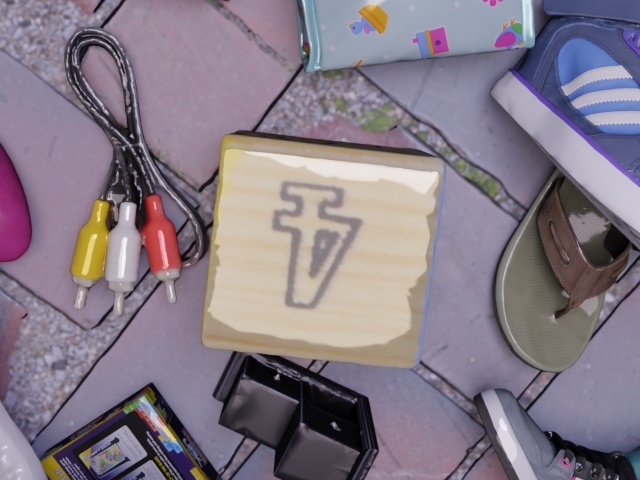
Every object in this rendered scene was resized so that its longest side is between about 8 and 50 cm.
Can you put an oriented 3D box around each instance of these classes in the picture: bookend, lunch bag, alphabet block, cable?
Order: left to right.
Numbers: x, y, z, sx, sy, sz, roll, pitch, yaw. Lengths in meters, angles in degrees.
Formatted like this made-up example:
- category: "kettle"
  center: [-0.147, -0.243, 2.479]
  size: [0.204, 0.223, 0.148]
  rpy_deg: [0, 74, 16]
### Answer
- category: "cable"
  center: [-0.188, -0.071, 0.924]
  size: [0.139, 0.072, 0.287]
  rpy_deg: [-4, 98, -6]
- category: "bookend"
  center: [-0.031, 0.180, 0.922]
  size: [0.157, 0.156, 0.072]
  rpy_deg: [26, 98, -4]
- category: "alphabet block"
  center: [0.000, 0.000, 0.879]
  size: [0.197, 0.192, 0.193]
  rpy_deg: [6, 97, -1]
- category: "lunch bag"
  center: [0.073, -0.300, 0.852]
  size: [0.223, 0.160, 0.262]
  rpy_deg: [-7, 104, 1]

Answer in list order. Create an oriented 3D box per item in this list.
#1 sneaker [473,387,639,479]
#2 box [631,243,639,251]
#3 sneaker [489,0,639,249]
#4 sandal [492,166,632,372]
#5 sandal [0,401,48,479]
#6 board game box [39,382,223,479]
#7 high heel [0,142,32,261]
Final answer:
- category: "sneaker"
  center: [0.300, 0.239, 0.950]
  size: [0.178, 0.124, 0.295]
  rpy_deg: [-34, 105, 9]
- category: "box"
  center: [0.446, -0.083, 0.896]
  size: [0.165, 0.143, 0.270]
  rpy_deg: [19, 97, -6]
- category: "sneaker"
  center: [0.312, -0.135, 0.813]
  size: [0.236, 0.323, 0.130]
  rpy_deg: [-43, 131, 12]
- category: "sandal"
  center: [0.265, -0.010, 0.932]
  size: [0.120, 0.086, 0.303]
  rpy_deg: [19, 97, -5]
- category: "sandal"
  center: [-0.390, 0.116, 0.937]
  size: [0.169, 0.102, 0.416]
  rpy_deg: [-12, 106, 22]
- category: "board game box"
  center: [-0.193, 0.261, 0.986]
  size: [0.141, 0.048, 0.170]
  rpy_deg: [-32, 98, 6]
- category: "high heel"
  center: [-0.432, -0.112, 0.857]
  size: [0.377, 0.181, 0.127]
  rpy_deg: [44, 95, -7]
